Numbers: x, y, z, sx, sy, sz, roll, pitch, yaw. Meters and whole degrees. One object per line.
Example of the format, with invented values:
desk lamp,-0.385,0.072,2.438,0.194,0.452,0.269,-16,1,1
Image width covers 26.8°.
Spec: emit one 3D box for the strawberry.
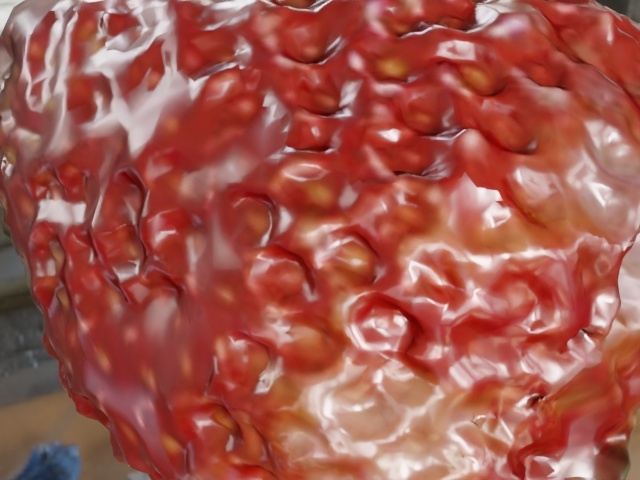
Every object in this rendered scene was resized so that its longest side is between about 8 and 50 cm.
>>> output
strawberry,0.009,0.008,0.574,0.310,0.291,0.291,16,30,-22
